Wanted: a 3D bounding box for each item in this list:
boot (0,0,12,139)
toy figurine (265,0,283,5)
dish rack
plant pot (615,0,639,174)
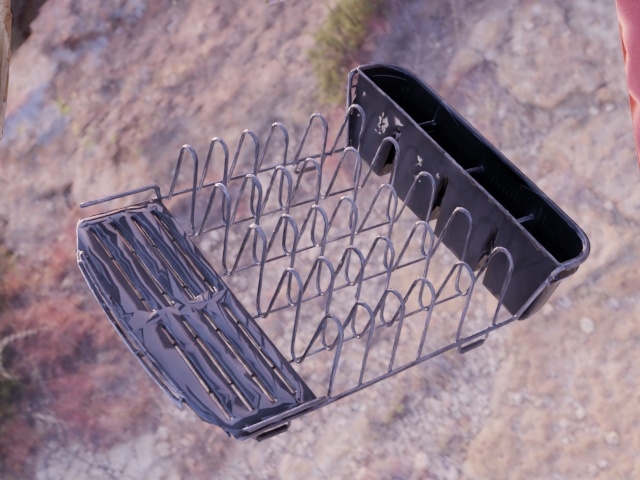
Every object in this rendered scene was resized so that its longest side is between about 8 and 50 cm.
[{"bbox_3d":[-0.313,-0.074,0.649,0.270,0.236,0.089,5,59,-12],"label":"boot"},{"bbox_3d":[0.010,-0.305,0.953,0.217,0.362,0.191,-1,95,18],"label":"toy figurine"},{"bbox_3d":[0.000,0.000,0.704,0.272,0.074,0.208,-19,52,-33],"label":"dish rack"},{"bbox_3d":[0.432,-0.148,0.965,0.236,0.267,0.267,-9,90,56],"label":"plant pot"}]
